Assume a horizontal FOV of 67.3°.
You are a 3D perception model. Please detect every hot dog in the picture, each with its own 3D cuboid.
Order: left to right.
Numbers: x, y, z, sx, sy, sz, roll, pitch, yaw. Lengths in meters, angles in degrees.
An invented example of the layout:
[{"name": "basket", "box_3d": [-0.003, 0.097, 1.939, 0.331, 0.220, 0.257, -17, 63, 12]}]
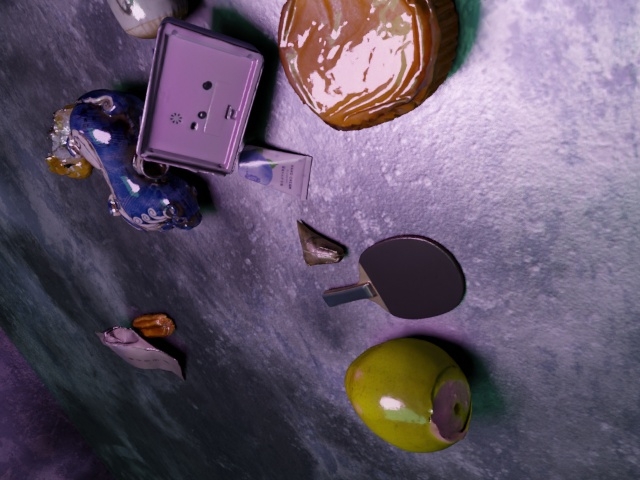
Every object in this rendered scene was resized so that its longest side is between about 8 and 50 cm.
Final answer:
[{"name": "hot dog", "box_3d": [-0.461, 0.236, 1.329, 0.165, 0.045, 0.071, -14, 110, 42]}]

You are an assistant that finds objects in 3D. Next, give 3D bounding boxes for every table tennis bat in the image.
[{"name": "table tennis bat", "box_3d": [0.109, 0.074, 0.801, 0.274, 0.021, 0.154, -20, 107, 42]}]

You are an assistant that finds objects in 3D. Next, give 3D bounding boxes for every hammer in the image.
[{"name": "hammer", "box_3d": [-0.183, -0.397, 0.616, 0.305, 0.113, 0.202, -6, 120, 34]}]

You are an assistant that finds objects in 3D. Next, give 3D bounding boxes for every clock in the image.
[{"name": "clock", "box_3d": [-0.177, -0.199, 0.691, 0.144, 0.073, 0.193, 11, 119, -22]}]

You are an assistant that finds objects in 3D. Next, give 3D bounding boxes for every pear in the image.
[{"name": "pear", "box_3d": [0.139, 0.251, 0.805, 0.219, 0.187, 0.188, -10, 115, 56]}]

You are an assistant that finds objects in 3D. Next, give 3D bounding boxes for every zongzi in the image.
[{"name": "zongzi", "box_3d": [0.000, 0.000, 0.822, 0.076, 0.040, 0.083, -8, 98, 33]}]

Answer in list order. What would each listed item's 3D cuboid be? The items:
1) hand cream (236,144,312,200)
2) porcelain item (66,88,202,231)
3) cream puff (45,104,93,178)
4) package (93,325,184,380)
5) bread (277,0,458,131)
[{"name": "hand cream", "box_3d": [-0.086, -0.119, 0.788, 0.142, 0.053, 0.084, 20, 131, 11]}, {"name": "porcelain item", "box_3d": [-0.336, -0.136, 0.886, 0.186, 0.138, 0.288, 10, 129, 39]}, {"name": "cream puff", "box_3d": [-0.489, -0.199, 0.986, 0.121, 0.156, 0.156, 5, 139, -20]}, {"name": "package", "box_3d": [-0.515, 0.326, 1.400, 0.250, 0.062, 0.204, 19, 150, 4]}, {"name": "bread", "box_3d": [0.057, -0.229, 0.556, 0.199, 0.104, 0.199, 17, 125, 26]}]
